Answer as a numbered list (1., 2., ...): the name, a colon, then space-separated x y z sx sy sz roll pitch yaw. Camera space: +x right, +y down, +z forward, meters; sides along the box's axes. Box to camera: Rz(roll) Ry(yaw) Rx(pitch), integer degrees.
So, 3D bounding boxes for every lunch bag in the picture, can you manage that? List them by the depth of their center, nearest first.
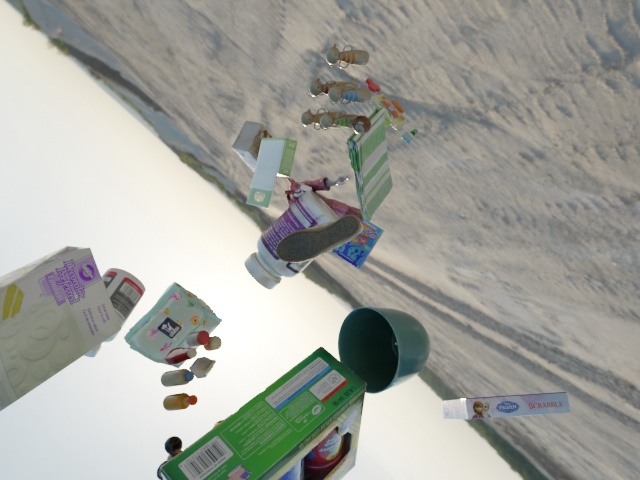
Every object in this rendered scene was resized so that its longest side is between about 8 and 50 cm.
1. lunch bag: -0.451 0.256 1.571 0.160 0.223 0.262 39 171 22

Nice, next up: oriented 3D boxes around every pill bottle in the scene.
1. pill bottle: -0.086 0.006 1.568 0.169 0.301 0.169 45 -171 -9
2. pill bottle: -0.822 0.274 1.958 0.177 0.318 0.176 16 143 12

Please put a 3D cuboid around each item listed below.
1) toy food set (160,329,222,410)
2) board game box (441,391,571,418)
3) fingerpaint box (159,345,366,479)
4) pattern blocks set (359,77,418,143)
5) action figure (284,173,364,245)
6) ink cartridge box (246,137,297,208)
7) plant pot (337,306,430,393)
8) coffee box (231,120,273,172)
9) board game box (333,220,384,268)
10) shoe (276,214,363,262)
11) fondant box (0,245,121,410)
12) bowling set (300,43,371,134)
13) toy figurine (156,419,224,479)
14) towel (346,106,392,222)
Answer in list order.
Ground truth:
1. toy food set: -0.314 0.310 1.303 0.105 0.232 0.111 -18 114 37
2. board game box: 0.594 0.548 1.704 0.318 0.319 0.065 96 171 -71
3. fingerpaint box: -0.105 0.522 1.188 0.163 0.445 0.370 34 138 33
4. pattern blocks set: 0.295 -0.559 2.219 0.325 0.026 0.285 41 -144 -8
5. action figure: -0.013 -0.124 1.786 0.370 0.248 0.276 40 177 -43
6. ink cartridge box: -0.164 -0.224 1.715 0.056 0.234 0.171 11 -177 -34
7. plant pot: 0.244 0.373 1.820 0.235 0.292 0.293 2 -154 -41
8. coffee box: -0.258 -0.383 2.226 0.098 0.141 0.246 18 165 29
9. board game box: 0.168 0.001 2.348 0.160 0.210 0.047 32 -176 15
10. shoe: 0.000 0.000 1.217 0.058 0.219 0.076 10 -117 -72
11. fondant box: -0.648 0.185 1.178 0.096 0.330 0.238 1 114 31
12. bowling set: 0.056 -0.395 1.480 0.286 0.154 0.199 107 152 -43
13. toy figurine: -0.317 0.588 1.357 0.209 0.213 0.148 -137 35 -74
14. towel: 0.179 -0.255 1.745 0.038 0.247 0.324 10 134 29
